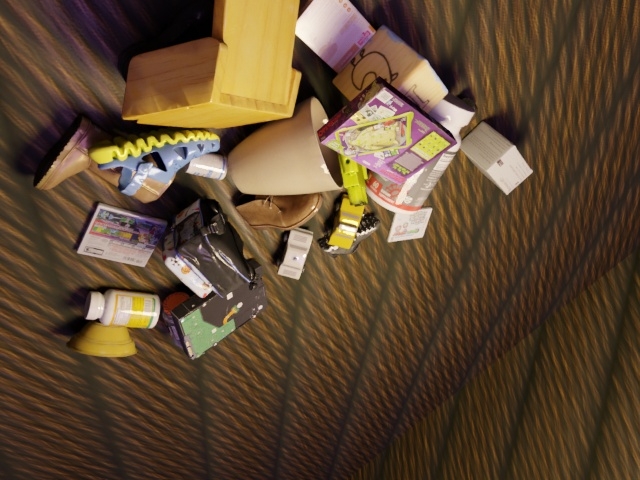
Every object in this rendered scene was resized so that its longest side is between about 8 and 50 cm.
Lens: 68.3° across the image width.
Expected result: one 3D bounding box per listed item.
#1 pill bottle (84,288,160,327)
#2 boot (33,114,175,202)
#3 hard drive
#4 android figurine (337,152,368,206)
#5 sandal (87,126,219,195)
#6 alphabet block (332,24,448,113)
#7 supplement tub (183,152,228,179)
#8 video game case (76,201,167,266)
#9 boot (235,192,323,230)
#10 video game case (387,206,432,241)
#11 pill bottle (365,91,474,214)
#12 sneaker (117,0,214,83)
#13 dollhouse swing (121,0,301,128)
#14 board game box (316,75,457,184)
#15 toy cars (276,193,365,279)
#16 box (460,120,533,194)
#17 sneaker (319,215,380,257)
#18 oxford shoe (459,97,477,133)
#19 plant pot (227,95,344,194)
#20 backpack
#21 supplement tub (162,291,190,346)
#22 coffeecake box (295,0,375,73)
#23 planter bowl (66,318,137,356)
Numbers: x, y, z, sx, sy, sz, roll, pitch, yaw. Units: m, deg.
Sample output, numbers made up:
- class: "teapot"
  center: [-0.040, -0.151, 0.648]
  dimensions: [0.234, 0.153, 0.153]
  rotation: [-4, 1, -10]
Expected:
- class: "pill bottle"
  center: [-0.638, 0.219, 1.520]
  dimensions: [0.208, 0.117, 0.117]
  rotation: [12, 123, -35]
- class: "boot"
  center: [-0.556, -0.165, 1.231]
  dimensions: [0.236, 0.089, 0.269]
  rotation: [-42, 136, 14]
- class: "hard drive"
  center: [-0.338, 0.237, 1.634]
  dimensions: [0.339, 0.064, 0.237]
  rotation: [-35, 143, -30]
- class: "android figurine"
  center: [0.092, -0.237, 1.381]
  dimensions: [0.056, 0.273, 0.248]
  rotation: [-9, 178, 14]
- class: "sandal"
  center: [-0.405, -0.206, 1.192]
  dimensions: [0.317, 0.126, 0.138]
  rotation: [-19, 117, -25]
- class: "alphabet block"
  center: [0.189, -0.412, 1.269]
  dimensions: [0.197, 0.192, 0.193]
  rotation: [-46, 149, 16]
- class: "supplement tub"
  center: [-0.319, -0.212, 1.315]
  dimensions: [0.107, 0.071, 0.071]
  rotation: [8, 126, -32]
- class: "video game case"
  center: [-0.587, -0.012, 1.402]
  dimensions: [0.201, 0.023, 0.183]
  rotation: [18, 120, -36]
- class: "boot"
  center: [-0.132, -0.102, 1.398]
  dimensions: [0.305, 0.112, 0.115]
  rotation: [-9, 142, 38]
- class: "video game case"
  center: [0.342, -0.061, 1.815]
  dimensions: [0.157, 0.019, 0.143]
  rotation: [-8, 132, -20]
- class: "pill bottle"
  center: [0.298, -0.277, 1.457]
  dimensions: [0.210, 0.210, 0.363]
  rotation: [7, 126, -31]
- class: "sneaker"
  center: [-0.328, -0.432, 1.067]
  dimensions: [0.286, 0.130, 0.109]
  rotation: [-37, 133, 8]
- class: "dollhouse swing"
  center: [-0.226, -0.422, 1.029]
  dimensions: [0.315, 0.347, 0.305]
  rotation: [-2, 99, 24]
- class: "board game box"
  center: [0.181, -0.265, 1.218]
  dimensions: [0.208, 0.056, 0.347]
  rotation: [-39, 144, 28]
- class: "toy cars"
  center: [0.000, 0.000, 1.608]
  dimensions: [0.394, 0.087, 0.176]
  rotation: [-31, 108, 7]
- class: "box"
  center: [0.599, -0.283, 1.621]
  dimensions: [0.119, 0.182, 0.181]
  rotation: [-45, 134, 16]
- class: "sneaker"
  center: [0.115, -0.008, 1.716]
  dimensions: [0.234, 0.078, 0.106]
  rotation: [-27, 139, 5]
- class: "oxford shoe"
  center: [0.424, -0.355, 1.545]
  dimensions: [0.227, 0.083, 0.096]
  rotation: [-40, 155, 25]
- class: "plant pot"
  center: [-0.105, -0.227, 1.302]
  dimensions: [0.274, 0.256, 0.256]
  rotation: [-15, 138, 15]
- class: "backpack"
  center: [-0.331, 0.016, 1.383]
  dimensions: [0.213, 0.263, 0.276]
  rotation: [-25, 129, 6]
- class: "supplement tub"
  center: [-0.481, 0.276, 1.650]
  dimensions: [0.117, 0.117, 0.190]
  rotation: [-14, 134, -14]
- class: "coffeecake box"
  center: [0.024, -0.538, 1.186]
  dimensions: [0.142, 0.068, 0.185]
  rotation: [-45, 134, 17]
- class: "planter bowl"
  center: [-0.708, 0.309, 1.555]
  dimensions: [0.217, 0.217, 0.090]
  rotation: [12, 88, -34]
